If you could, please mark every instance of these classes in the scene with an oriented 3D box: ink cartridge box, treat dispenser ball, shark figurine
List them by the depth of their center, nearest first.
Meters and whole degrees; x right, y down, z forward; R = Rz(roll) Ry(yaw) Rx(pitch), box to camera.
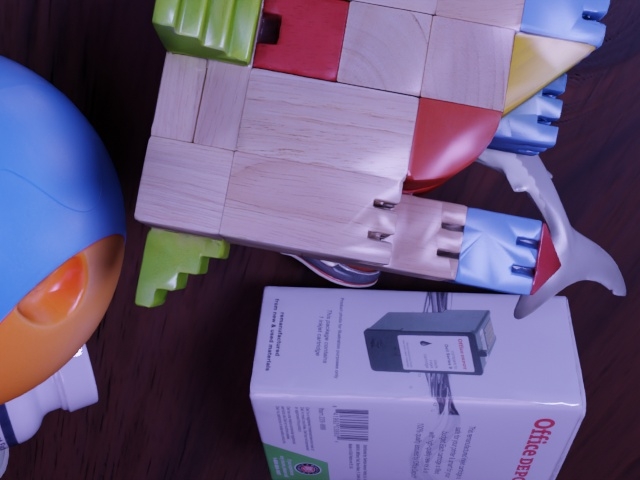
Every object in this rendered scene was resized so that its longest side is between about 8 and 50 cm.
[{"bbox_3d":[-0.297,-0.008,0.597,0.288,0.288,0.288,3,128,4],"label":"treat dispenser ball"},{"bbox_3d":[0.120,-0.072,0.603,0.278,0.116,0.166,31,122,33],"label":"shark figurine"},{"bbox_3d":[0.089,0.154,0.769,0.289,0.121,0.211,2,142,4],"label":"ink cartridge box"}]

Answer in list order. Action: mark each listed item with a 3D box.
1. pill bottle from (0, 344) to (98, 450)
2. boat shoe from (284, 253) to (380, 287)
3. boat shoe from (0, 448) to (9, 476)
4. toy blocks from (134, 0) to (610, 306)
[{"bbox_3d":[-0.362,0.141,0.751,0.265,0.153,0.153,-16,132,-23],"label":"pill bottle"},{"bbox_3d":[0.000,0.000,0.729,0.137,0.049,0.043,27,124,-9],"label":"boat shoe"},{"bbox_3d":[-0.480,0.186,0.886,0.091,0.109,0.305,-15,129,11],"label":"boat shoe"},{"bbox_3d":[0.048,-0.126,0.483,0.261,0.191,0.381,10,87,-1],"label":"toy blocks"}]
